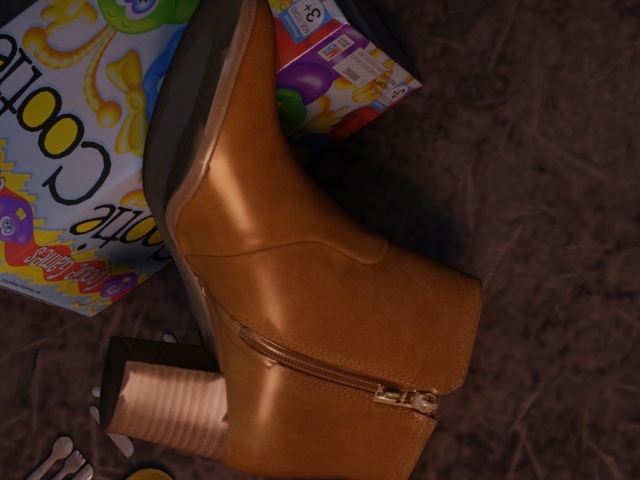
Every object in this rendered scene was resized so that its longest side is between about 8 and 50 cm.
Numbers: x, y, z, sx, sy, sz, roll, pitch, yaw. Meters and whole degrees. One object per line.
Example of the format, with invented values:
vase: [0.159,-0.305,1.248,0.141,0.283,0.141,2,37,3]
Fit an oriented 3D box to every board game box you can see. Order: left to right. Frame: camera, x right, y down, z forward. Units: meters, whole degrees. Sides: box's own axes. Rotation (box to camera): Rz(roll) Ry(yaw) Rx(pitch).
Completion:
board game box: [-0.101,-0.093,1.264,0.275,0.142,0.144,-35,69,12]

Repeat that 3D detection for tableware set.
tableware set: [-0.123,0.142,1.291,0.154,0.024,0.104,-45,67,8]

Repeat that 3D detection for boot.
boot: [0.000,0.001,1.166,0.104,0.211,0.295,-129,50,-64]
